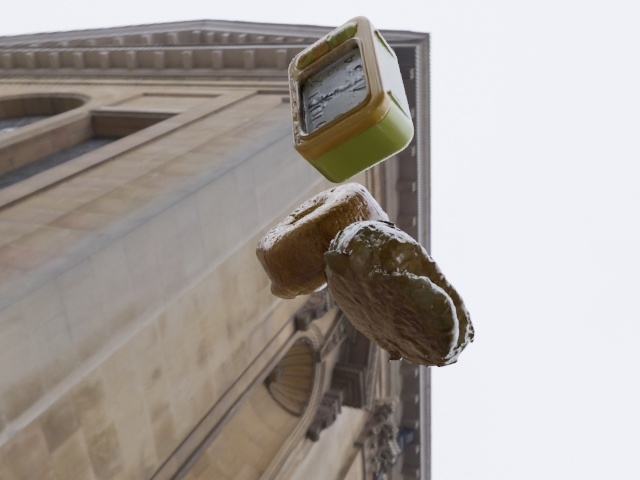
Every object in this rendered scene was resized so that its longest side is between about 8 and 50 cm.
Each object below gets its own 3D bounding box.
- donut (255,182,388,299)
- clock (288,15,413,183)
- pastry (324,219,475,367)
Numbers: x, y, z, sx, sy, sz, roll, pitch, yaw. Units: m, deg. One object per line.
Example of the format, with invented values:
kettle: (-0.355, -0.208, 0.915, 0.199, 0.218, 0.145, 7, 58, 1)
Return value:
donut: (0.002, -0.001, 1.080, 0.227, 0.226, 0.113, -26, -78, 32)
clock: (0.035, -0.189, 0.892, 0.143, 0.202, 0.096, -26, -43, 22)
pastry: (0.097, 0.073, 0.866, 0.218, 0.100, 0.229, 44, -22, 4)
